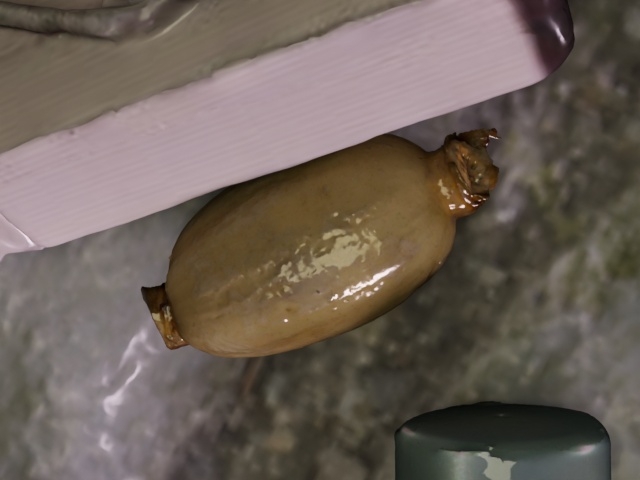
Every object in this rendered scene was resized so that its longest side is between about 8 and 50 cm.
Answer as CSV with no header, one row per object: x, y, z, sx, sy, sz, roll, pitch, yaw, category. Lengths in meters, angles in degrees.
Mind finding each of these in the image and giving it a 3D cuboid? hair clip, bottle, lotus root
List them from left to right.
-0.078,-0.062,0.554,0.330,0.085,0.101,-17,62,13,hair clip
0.000,0.000,0.563,0.150,0.073,0.062,-26,133,11,lotus root
0.068,0.206,0.562,0.082,0.082,0.286,0,95,10,bottle
